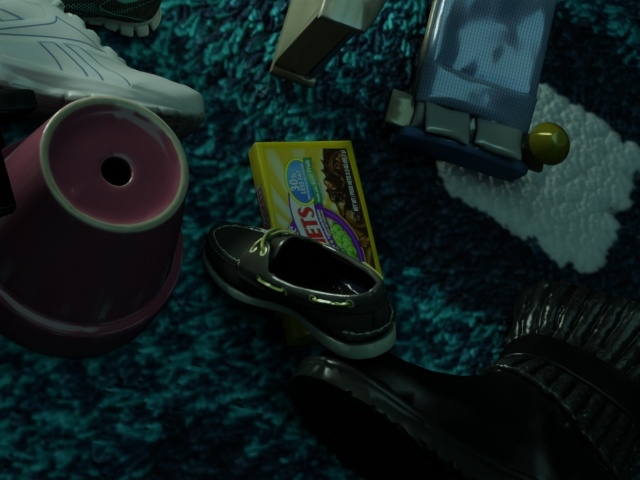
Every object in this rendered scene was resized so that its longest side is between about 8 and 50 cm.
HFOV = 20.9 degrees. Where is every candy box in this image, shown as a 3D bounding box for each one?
[{"bbox_3d":[0.000,0.000,1.657,0.105,0.027,0.206,-3,66,-21],"label":"candy box"}]

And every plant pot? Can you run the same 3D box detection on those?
[{"bbox_3d":[-0.200,-0.025,1.489,0.201,0.180,0.201,11,60,-19],"label":"plant pot"}]

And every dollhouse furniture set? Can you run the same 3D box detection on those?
[{"bbox_3d":[0.143,-0.243,1.700,0.303,0.198,0.286,19,76,-12],"label":"dollhouse furniture set"}]

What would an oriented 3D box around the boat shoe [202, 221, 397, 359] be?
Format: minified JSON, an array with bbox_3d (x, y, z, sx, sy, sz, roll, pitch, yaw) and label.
[{"bbox_3d":[-0.021,0.026,1.543,0.081,0.069,0.227,-32,43,-33],"label":"boat shoe"}]

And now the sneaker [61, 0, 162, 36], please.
[{"bbox_3d":[-0.224,-0.239,1.652,0.166,0.076,0.065,-3,65,-25],"label":"sneaker"}]

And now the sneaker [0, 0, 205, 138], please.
[{"bbox_3d":[-0.243,-0.164,1.579,0.297,0.111,0.129,15,64,-18],"label":"sneaker"}]

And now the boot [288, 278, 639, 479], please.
[{"bbox_3d":[0.158,0.127,1.600,0.348,0.131,0.260,32,58,-12],"label":"boot"}]

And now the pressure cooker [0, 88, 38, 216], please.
[{"bbox_3d":[-0.438,-0.101,1.294,0.375,0.370,0.420,-19,91,-29],"label":"pressure cooker"}]
